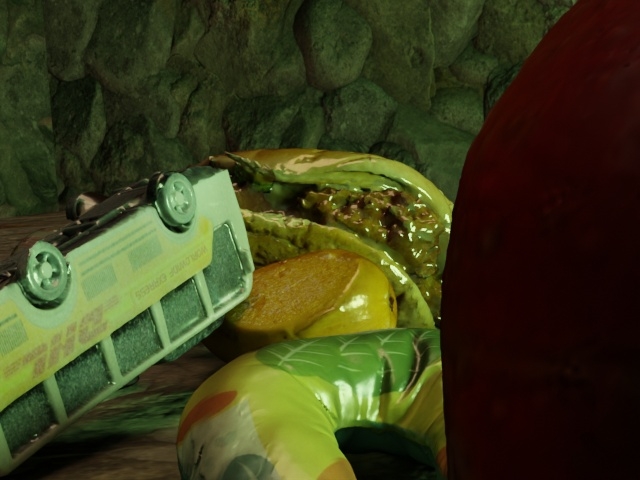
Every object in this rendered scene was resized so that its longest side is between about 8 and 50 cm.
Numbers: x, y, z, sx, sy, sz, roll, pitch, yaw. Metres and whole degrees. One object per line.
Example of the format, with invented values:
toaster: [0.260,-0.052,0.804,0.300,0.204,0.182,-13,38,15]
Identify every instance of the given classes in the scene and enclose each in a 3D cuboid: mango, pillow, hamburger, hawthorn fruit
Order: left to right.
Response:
mango: [-0.025,0.072,1.055,0.217,0.102,0.141,-6,28,45]
hamburger: [0.000,0.000,1.179,0.245,0.282,0.155,-30,31,42]
pillow: [0.033,0.112,0.716,0.233,0.086,0.214,-2,15,-14]
hawthorn fruit: [0.152,0.032,0.371,0.285,0.284,0.369,0,10,30]

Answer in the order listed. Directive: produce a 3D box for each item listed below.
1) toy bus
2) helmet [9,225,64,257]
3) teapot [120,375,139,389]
toy bus: [-0.168,0.044,0.897,0.097,0.138,0.342,-12,12,31]
helmet: [-0.329,0.034,1.603,0.153,0.107,0.177,-2,5,45]
teapot: [-0.190,0.105,1.065,0.068,0.045,0.100,-1,7,7]
